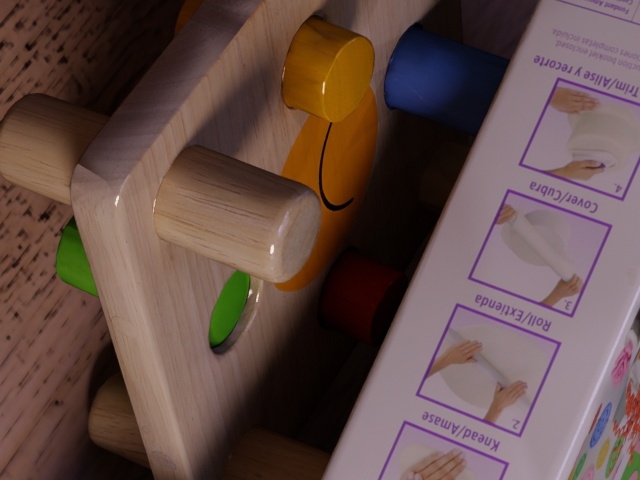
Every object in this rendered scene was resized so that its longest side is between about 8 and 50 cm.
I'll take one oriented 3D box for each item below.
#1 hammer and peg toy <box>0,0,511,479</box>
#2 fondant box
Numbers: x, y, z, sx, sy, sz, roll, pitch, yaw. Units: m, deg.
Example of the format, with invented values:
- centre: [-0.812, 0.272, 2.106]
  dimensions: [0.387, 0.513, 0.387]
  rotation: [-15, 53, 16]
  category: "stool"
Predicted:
- centre: [0.000, 0.000, 0.861]
  dimensions: [0.266, 0.127, 0.361]
  rotation: [-56, 154, -30]
  category: "hammer and peg toy"
- centre: [0.125, 0.021, 0.871]
  dimensions: [0.330, 0.096, 0.238]
  rotation: [-66, 158, -10]
  category: "fondant box"
